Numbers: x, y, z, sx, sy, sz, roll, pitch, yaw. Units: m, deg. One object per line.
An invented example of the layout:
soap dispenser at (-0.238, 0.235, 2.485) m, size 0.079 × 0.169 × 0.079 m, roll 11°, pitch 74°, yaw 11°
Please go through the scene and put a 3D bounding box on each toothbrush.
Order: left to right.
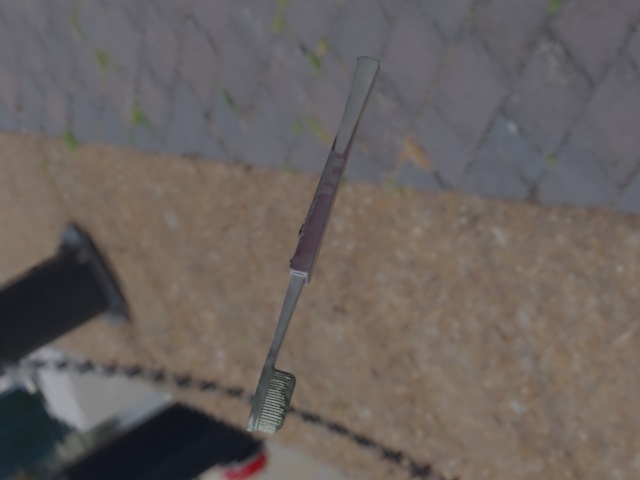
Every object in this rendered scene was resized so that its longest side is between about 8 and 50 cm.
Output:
toothbrush at (-0.002, -0.001, 0.829) m, size 0.017 × 0.194 × 0.014 m, roll 12°, pitch 155°, yaw 6°
